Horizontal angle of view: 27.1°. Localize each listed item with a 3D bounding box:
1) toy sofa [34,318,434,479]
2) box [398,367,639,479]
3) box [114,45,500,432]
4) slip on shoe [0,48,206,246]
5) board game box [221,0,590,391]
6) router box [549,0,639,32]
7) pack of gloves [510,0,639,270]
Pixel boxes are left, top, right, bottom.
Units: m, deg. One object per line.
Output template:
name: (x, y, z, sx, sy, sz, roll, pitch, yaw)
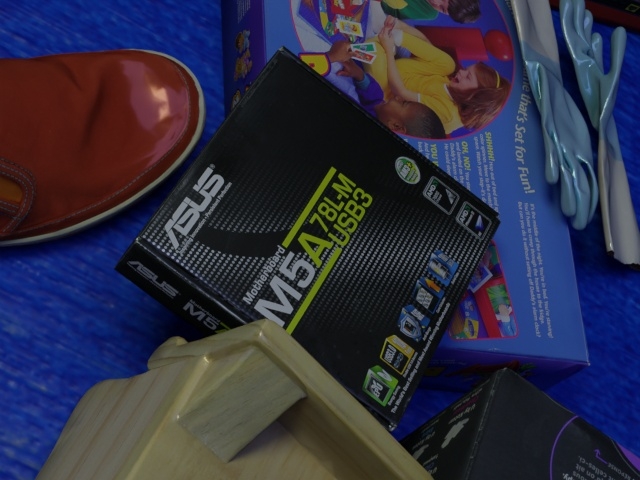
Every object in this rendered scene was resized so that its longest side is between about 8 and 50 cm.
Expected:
toy sofa: (-0.104, 0.226, 0.683, 0.150, 0.177, 0.362, 45, 51, -19)
box: (0.096, 0.240, 0.764, 0.165, 0.143, 0.270, 34, 48, -9)
box: (0.000, 0.000, 0.808, 0.184, 0.045, 0.191, 39, 51, -8)
slip on shoe: (-0.208, -0.061, 0.795, 0.331, 0.101, 0.123, -14, 72, -33)
board game box: (0.053, -0.071, 0.950, 0.233, 0.078, 0.347, 8, 63, -24)
router box: (0.185, -0.365, 1.160, 0.301, 0.082, 0.335, 10, 62, -23)
pack of gloves: (0.207, -0.108, 1.002, 0.195, 0.046, 0.232, 22, 56, -58)
